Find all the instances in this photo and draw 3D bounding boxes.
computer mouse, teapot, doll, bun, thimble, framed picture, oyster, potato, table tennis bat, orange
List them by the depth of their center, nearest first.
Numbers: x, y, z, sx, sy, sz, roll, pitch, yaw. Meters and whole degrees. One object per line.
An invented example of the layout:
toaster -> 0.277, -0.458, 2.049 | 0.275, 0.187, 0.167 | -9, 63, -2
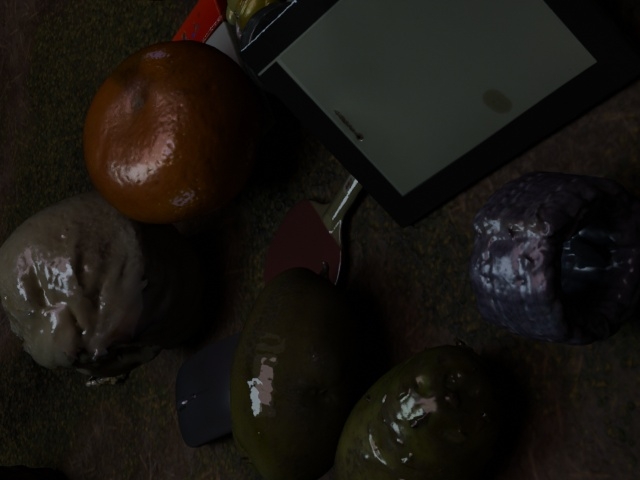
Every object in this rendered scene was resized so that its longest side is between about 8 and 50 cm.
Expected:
thimble -> 0.208, 0.014, 0.960 | 0.097, 0.150, 0.150 | 8, 92, 55
framed picture -> 0.103, -0.176, 1.076 | 0.265, 0.016, 0.347 | 45, 135, -10
potato -> 0.095, 0.202, 1.112 | 0.149, 0.113, 0.251 | 55, 135, 31
potato -> -0.027, 0.145, 1.231 | 0.174, 0.159, 0.251 | 11, 87, 61
table tennis bat -> 0.000, 0.000, 1.328 | 0.246, 0.022, 0.138 | -57, 47, 33
teapot -> -0.047, -0.254, 1.345 | 0.108, 0.111, 0.149 | -144, 60, -63
orange -> -0.179, -0.132, 1.380 | 0.240, 0.171, 0.240 | -6, 78, 30
computer mouse -> -0.128, 0.194, 1.433 | 0.232, 0.057, 0.120 | -28, 64, 46
doll -> -0.098, -0.331, 1.452 | 0.106, 0.062, 0.162 | -55, 46, 26
bun -> -0.285, 0.072, 1.480 | 0.281, 0.281, 0.205 | -55, 48, 32
oyster -> -0.316, 0.195, 1.666 | 0.038, 0.080, 0.083 | 55, 165, 12

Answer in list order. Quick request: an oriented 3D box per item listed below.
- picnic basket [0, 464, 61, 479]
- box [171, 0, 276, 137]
picnic basket -> -0.502, 0.483, 1.686 | 0.321, 0.291, 0.254 | 26, 106, 62
box -> -0.139, -0.215, 1.513 | 0.139, 0.035, 0.245 | -45, 53, 39
